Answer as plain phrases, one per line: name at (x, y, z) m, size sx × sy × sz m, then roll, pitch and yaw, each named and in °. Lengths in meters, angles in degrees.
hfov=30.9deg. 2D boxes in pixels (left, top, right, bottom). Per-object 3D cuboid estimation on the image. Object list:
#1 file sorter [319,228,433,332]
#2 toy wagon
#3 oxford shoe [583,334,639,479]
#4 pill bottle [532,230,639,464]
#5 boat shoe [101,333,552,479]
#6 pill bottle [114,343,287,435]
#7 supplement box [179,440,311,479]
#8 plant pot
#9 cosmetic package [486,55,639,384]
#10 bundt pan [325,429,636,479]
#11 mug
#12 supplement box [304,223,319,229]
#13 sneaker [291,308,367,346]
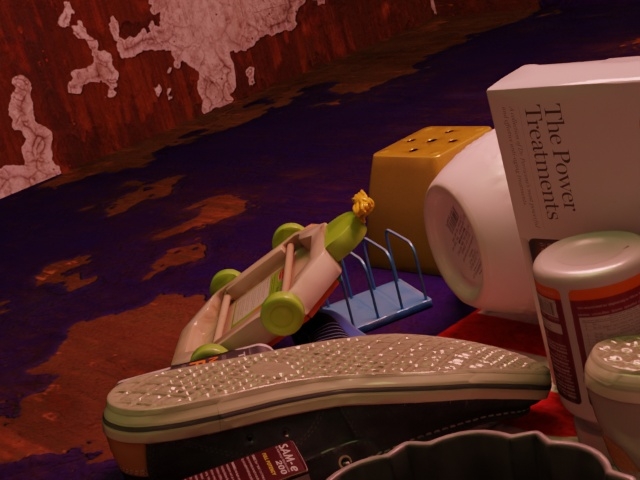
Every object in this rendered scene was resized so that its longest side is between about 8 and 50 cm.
file sorter at (0.056, 0.064, 1.709) m, size 0.170 × 0.104 × 0.118 m, roll -20°, pitch 20°, yaw -15°
toy wagon at (-0.056, 0.062, 1.562) m, size 0.344 × 0.068 × 0.267 m, roll -36°, pitch 17°, yaw 14°
oxford shoe at (0.469, 0.164, 1.092) m, size 0.450 × 0.130 × 0.169 m, roll 0°, pitch 13°, yaw -1°
pill bottle at (0.298, 0.111, 1.198) m, size 0.121 × 0.221 × 0.121 m, roll -14°, pitch 19°, yaw 5°
boat shoe at (0.017, 0.204, 1.274) m, size 0.500 × 0.156 × 0.187 m, roll -8°, pitch 11°, yaw -16°
pill bottle at (-0.115, 0.201, 1.403) m, size 0.246 × 0.130 × 0.130 m, roll -15°, pitch 18°, yaw -1°
supplement box at (-0.114, 0.300, 1.116) m, size 0.239 × 0.130 × 0.073 m, roll -19°, pitch 19°, yaw -10°
plant pot at (0.198, -0.075, 1.872) m, size 0.212 × 0.187 × 0.212 m, roll -30°, pitch 23°, yaw -36°
cosmetic package at (0.357, -0.009, 1.254) m, size 0.284 × 0.377 × 0.097 m, roll 1°, pitch 26°, yaw 41°
bundt pan at (0.114, 0.294, 0.965) m, size 0.331 × 0.124 × 0.331 m, roll -13°, pitch 19°, yaw 4°
mug at (0.309, -0.027, 1.570) m, size 0.328 × 0.276 × 0.374 m, roll -18°, pitch -14°, yaw -17°
supplement box at (0.000, 0.000, 2.043) m, size 0.098 × 0.036 × 0.062 m, roll 6°, pitch 28°, yaw 46°
sneaker at (0.006, 0.152, 1.528) m, size 0.090 × 0.081 × 0.232 m, roll -16°, pitch 18°, yaw -27°
